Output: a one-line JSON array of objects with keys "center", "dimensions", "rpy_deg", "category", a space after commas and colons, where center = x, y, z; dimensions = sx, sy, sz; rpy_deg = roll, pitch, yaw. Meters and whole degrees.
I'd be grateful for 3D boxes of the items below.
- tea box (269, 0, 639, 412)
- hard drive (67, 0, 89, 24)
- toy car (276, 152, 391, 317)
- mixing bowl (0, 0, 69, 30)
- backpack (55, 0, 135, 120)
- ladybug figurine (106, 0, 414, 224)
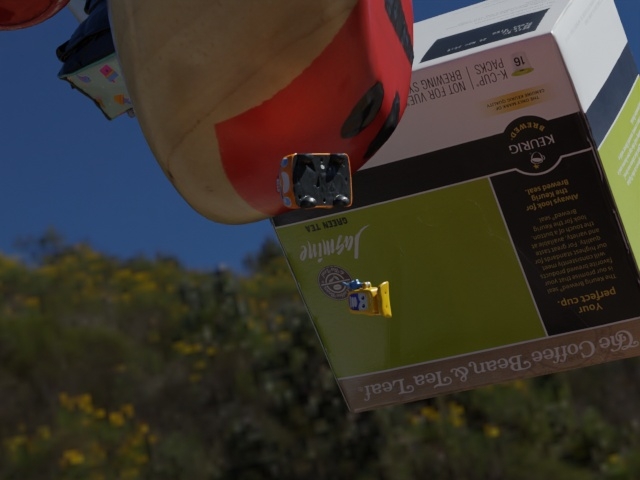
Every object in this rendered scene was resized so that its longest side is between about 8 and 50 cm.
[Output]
[{"center": [0.146, -0.045, 1.792], "dimensions": [0.329, 0.324, 0.220], "rpy_deg": [-13, 18, 25], "category": "tea box"}, {"center": [-0.157, -0.252, 2.275], "dimensions": [0.203, 0.307, 0.040], "rpy_deg": [-43, -24, 11], "category": "hard drive"}, {"center": [0.000, 0.000, 1.157], "dimensions": [0.040, 0.122, 0.060], "rpy_deg": [-4, 17, 40], "category": "toy car"}, {"center": [-0.260, -0.239, 1.538], "dimensions": [0.181, 0.098, 0.181], "rpy_deg": [-8, -43, -7], "category": "mixing bowl"}, {"center": [-0.143, -0.202, 1.796], "dimensions": [0.144, 0.166, 0.188], "rpy_deg": [37, -33, -19], "category": "backpack"}, {"center": [-0.027, -0.165, 1.302], "dimensions": [0.162, 0.305, 0.449], "rpy_deg": [1, -9, 9], "category": "ladybug figurine"}]
